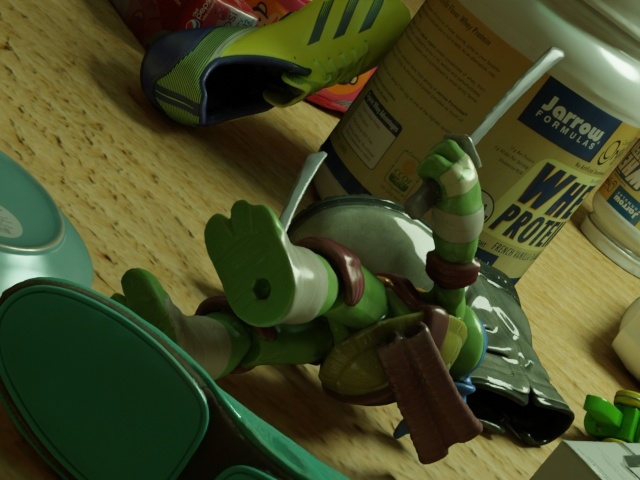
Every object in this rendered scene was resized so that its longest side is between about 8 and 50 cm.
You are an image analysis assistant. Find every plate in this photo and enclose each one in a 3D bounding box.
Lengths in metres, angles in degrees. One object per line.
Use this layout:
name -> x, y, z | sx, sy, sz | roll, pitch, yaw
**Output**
plate -> -0.210, -0.027, 0.760 | 0.188, 0.024, 0.188 | 33, 18, -12

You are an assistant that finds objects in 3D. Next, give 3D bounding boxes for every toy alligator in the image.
toy alligator -> 0.286, 0.177, 1.119 | 0.189, 0.056, 0.051 | 29, -20, -22

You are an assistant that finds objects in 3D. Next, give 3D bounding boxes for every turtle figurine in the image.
turtle figurine -> 0.000, 0.000, 0.814 | 0.197, 0.275, 0.266 | 7, 3, 37

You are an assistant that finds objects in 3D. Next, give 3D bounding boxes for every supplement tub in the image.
supplement tub -> 0.461, -0.060, 1.760 | 0.144, 0.200, 0.144 | 32, 18, -12
supplement tub -> 0.164, -0.122, 1.194 | 0.228, 0.316, 0.228 | 32, 19, -13

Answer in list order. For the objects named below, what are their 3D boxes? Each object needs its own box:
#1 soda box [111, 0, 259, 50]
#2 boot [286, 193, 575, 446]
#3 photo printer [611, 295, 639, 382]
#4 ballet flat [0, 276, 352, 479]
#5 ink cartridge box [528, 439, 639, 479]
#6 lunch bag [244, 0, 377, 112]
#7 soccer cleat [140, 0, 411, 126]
soda box -> -0.168, -0.272, 1.333 | 0.092, 0.083, 0.263 | 17, 26, -45
boot -> 0.091, 0.063, 1.003 | 0.246, 0.083, 0.161 | 24, 28, -30
photo printer -> 0.444, 0.141, 1.390 | 0.256, 0.107, 0.307 | 42, 19, 16
ballet flat -> -0.060, 0.111, 0.639 | 0.247, 0.083, 0.087 | 37, -6, 2
ink cartridge box -> 0.172, 0.180, 0.825 | 0.135, 0.099, 0.056 | 13, 28, -52
lunch bag -> -0.008, -0.258, 1.527 | 0.293, 0.120, 0.258 | 21, 23, -38
soccer cleat -> -0.022, -0.156, 1.169 | 0.289, 0.093, 0.121 | -18, 40, -32
